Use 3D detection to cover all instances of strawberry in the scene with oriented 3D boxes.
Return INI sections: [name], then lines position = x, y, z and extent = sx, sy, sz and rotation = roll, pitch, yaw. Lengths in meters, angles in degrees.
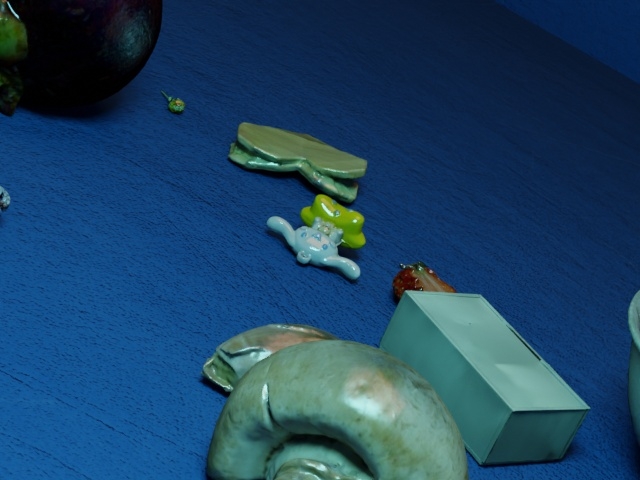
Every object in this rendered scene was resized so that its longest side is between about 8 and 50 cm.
[strawberry]
position = 0.152, 0.087, 1.762
extent = 0.152, 0.048, 0.104
rotation = 51, 27, 23

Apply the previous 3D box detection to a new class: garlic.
[garlic]
position = -0.022, 0.140, 1.449
extent = 0.195, 0.087, 0.101
rotation = 24, 36, -5

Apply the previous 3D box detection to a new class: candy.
[candy]
position = -0.228, -0.215, 2.073
extent = 0.023, 0.025, 0.083
rotation = 60, -7, -33

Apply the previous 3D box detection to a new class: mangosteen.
[mangosteen]
position = -0.374, -0.299, 1.815
extent = 0.306, 0.306, 0.360
rotation = 23, 56, -2

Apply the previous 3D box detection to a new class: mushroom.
[mushroom]
position = 0.018, 0.192, 1.249
extent = 0.253, 0.189, 0.195
rotation = 23, 22, 18

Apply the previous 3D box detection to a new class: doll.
[doll]
position = -0.007, -0.004, 1.798
extent = 0.135, 0.071, 0.113
rotation = 14, 43, -6

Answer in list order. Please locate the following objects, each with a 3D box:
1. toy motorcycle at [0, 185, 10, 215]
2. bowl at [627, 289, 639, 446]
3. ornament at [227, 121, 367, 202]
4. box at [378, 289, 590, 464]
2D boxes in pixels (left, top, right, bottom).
[toy motorcycle]
position = -0.429, -0.039, 1.469
extent = 0.205, 0.076, 0.114
rotation = 6, 37, -33
[bowl]
position = 0.513, 0.247, 1.568
extent = 0.434, 0.196, 0.435
rotation = 19, 25, -9
[ornament]
position = -0.033, -0.130, 2.030
extent = 0.201, 0.059, 0.180
rotation = 19, 21, -6
[box]
position = 0.189, 0.159, 1.593
extent = 0.129, 0.086, 0.225
rotation = 5, 30, -38
